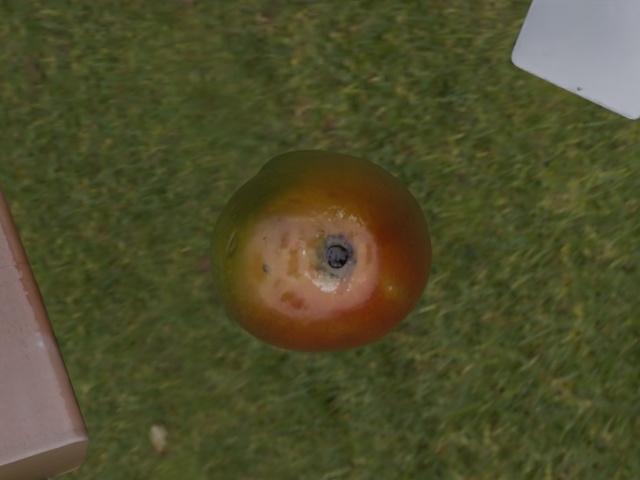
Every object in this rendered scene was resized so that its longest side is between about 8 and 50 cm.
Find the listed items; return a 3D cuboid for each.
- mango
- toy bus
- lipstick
[{"bbox_3d":[0.005,0.000,1.143,0.146,0.289,0.129,-4,104,10],"label":"mango"},{"bbox_3d":[0.215,-0.224,0.985,0.113,0.139,0.301,26,117,13],"label":"toy bus"},{"bbox_3d":[-0.135,0.023,0.657,0.045,0.045,0.145,-16,71,-19],"label":"lipstick"}]
